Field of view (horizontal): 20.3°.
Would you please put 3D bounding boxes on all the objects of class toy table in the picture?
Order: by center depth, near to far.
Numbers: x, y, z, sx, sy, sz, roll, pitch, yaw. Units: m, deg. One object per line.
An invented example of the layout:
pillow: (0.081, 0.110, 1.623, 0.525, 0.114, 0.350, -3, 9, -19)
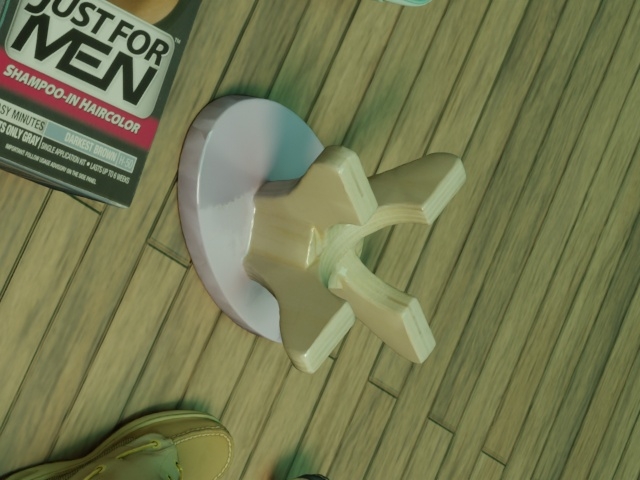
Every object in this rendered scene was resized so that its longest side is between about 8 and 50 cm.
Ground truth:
toy table: (0.000, 0.000, 1.611, 0.252, 0.161, 0.274, -59, 139, -18)

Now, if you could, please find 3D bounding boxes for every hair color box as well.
hair color box: (-0.181, -0.233, 1.356, 0.185, 0.114, 0.374, 23, 83, -50)

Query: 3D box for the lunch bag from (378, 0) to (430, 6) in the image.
lunch bag: (0.018, -0.325, 1.565, 0.279, 0.108, 0.224, 14, 94, -50)

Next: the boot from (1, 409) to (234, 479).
boot: (-0.123, 0.229, 1.502, 0.262, 0.203, 0.095, -14, 113, -46)

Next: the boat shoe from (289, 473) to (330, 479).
boat shoe: (0.007, 0.330, 1.777, 0.079, 0.095, 0.254, -30, 125, -39)
